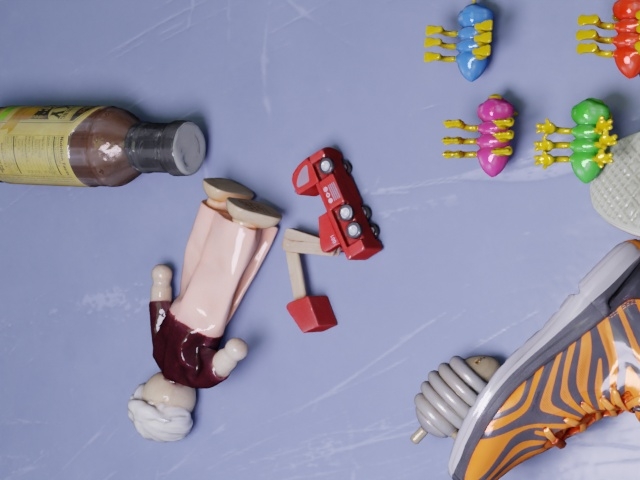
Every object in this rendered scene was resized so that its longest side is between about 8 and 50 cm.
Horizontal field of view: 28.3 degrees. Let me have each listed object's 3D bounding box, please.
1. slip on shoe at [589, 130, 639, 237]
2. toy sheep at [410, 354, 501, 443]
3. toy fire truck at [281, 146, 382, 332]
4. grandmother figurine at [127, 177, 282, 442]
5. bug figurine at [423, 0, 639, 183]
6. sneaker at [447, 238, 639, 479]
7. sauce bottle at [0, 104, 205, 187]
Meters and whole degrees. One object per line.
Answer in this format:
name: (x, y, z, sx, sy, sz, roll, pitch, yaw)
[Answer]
slip on shoe: (0.414, -0.046, 1.244, 0.331, 0.101, 0.123, 3, 77, 44)
toy sheep: (0.150, 0.179, 1.405, 0.132, 0.091, 0.091, -47, 65, 1)
toy fire truck: (0.000, 0.000, 1.522, 0.135, 0.047, 0.192, -32, 72, 28)
grandmother figurine: (-0.152, 0.104, 1.587, 0.208, 0.104, 0.342, 44, 116, 54)
bug figurine: (0.240, -0.171, 1.363, 0.279, 0.072, 0.216, 5, 86, 38)
sneaker: (0.281, 0.166, 1.282, 0.180, 0.124, 0.321, 43, 98, 24)
sauce bottle: (-0.308, -0.124, 1.678, 0.344, 0.111, 0.111, 4, 90, 29)
